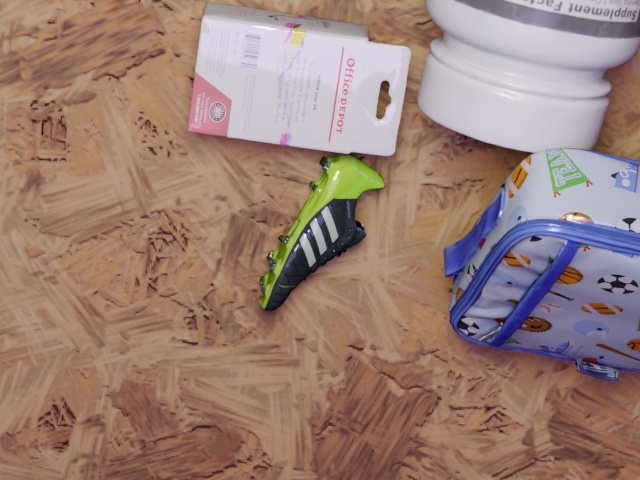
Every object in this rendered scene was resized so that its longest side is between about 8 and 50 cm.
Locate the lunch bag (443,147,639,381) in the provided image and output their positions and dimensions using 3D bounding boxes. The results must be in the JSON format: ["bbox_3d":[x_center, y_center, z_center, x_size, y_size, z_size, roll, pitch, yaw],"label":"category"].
[{"bbox_3d":[0.246,0.028,1.693,0.243,0.303,0.115,11,65,-7],"label":"lunch bag"}]

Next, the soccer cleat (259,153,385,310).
[{"bbox_3d":[0.000,0.000,1.781,0.072,0.060,0.179,27,104,-12],"label":"soccer cleat"}]

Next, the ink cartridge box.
[{"bbox_3d":[-0.020,-0.152,1.722,0.198,0.067,0.115,9,109,-3],"label":"ink cartridge box"}]

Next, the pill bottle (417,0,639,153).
[{"bbox_3d":[0.207,-0.273,1.613,0.204,0.204,0.361,11,109,-5],"label":"pill bottle"}]
